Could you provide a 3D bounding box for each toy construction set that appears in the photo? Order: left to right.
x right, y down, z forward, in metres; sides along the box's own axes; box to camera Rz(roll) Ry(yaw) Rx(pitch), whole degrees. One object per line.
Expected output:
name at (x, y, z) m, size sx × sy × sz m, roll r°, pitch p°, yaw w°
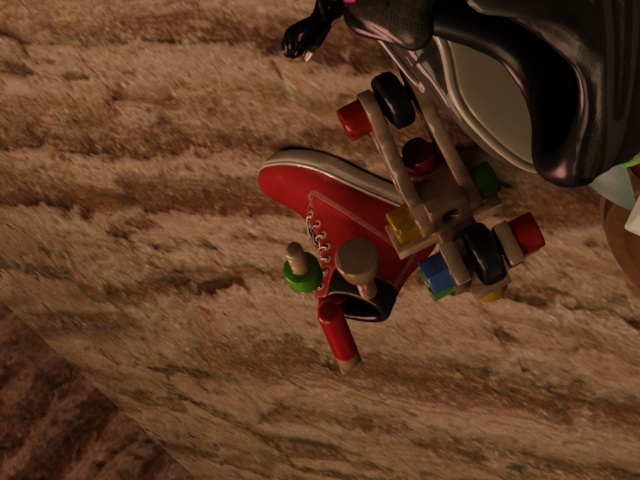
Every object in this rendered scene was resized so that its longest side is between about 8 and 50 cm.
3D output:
toy construction set at (0.107, 0.006, 1.494) m, size 0.257 × 0.309 × 0.237 m, roll 35°, pitch 163°, yaw 25°

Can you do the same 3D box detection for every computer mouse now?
computer mouse at (-0.024, -0.264, 1.401) m, size 0.042 × 0.106 × 0.193 m, roll 12°, pitch 139°, yaw 27°

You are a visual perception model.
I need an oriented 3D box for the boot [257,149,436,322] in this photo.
boot at (0.000, 0.000, 1.733) m, size 0.244 × 0.176 × 0.088 m, roll 22°, pitch 154°, yaw 28°

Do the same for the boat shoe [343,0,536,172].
boat shoe at (0.104, -0.200, 1.349) m, size 0.335 × 0.112 × 0.095 m, roll 49°, pitch 170°, yaw -17°

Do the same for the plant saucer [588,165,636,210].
plant saucer at (0.219, -0.110, 1.273) m, size 0.037 × 0.195 × 0.195 m, roll -19°, pitch 137°, yaw 8°

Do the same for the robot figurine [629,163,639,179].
robot figurine at (0.336, -0.090, 1.219) m, size 0.219 × 0.158 × 0.128 m, roll 13°, pitch 114°, yaw 38°

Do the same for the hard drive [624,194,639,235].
hard drive at (0.391, 0.016, 1.014) m, size 0.353 × 0.233 × 0.047 m, roll 26°, pitch 115°, yaw 10°

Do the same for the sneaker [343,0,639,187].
sneaker at (0.069, -0.227, 0.909) m, size 0.483 × 0.202 × 0.185 m, roll 47°, pitch 174°, yaw -10°

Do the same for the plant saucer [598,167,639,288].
plant saucer at (0.390, 0.017, 1.450) m, size 0.278 × 0.041 × 0.278 m, roll 27°, pitch 155°, yaw 14°
